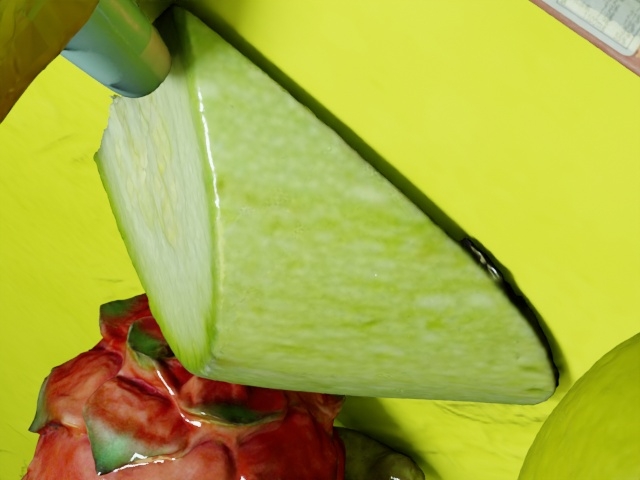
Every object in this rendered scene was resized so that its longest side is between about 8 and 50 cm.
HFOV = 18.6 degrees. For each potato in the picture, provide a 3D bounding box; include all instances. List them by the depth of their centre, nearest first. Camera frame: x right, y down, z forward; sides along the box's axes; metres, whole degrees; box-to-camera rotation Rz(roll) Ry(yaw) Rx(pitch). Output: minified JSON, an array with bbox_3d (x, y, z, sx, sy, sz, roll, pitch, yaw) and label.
[{"bbox_3d":[0.025,0.139,1.147,0.092,0.046,0.045,20,164,42],"label":"potato"}]

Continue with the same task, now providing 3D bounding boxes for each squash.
[{"bbox_3d":[0.000,0.000,0.928,0.237,0.155,0.204,132,124,-72],"label":"squash"}]

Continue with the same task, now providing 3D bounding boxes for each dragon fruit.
[{"bbox_3d":[-0.085,0.149,1.098,0.192,0.274,0.193,32,-160,24],"label":"dragon fruit"}]

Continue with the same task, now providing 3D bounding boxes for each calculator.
[{"bbox_3d":[-0.145,-0.133,0.741,0.185,0.041,0.299,41,179,19],"label":"calculator"}]

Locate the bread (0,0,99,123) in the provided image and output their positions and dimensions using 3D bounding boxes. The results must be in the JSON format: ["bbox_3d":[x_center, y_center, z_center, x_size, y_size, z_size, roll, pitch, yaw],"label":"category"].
[{"bbox_3d":[-0.196,-0.159,0.449,0.337,0.358,0.204,60,143,5],"label":"bread"}]

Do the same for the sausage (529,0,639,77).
[{"bbox_3d":[0.057,-0.094,0.589,0.223,0.029,0.029,36,161,8],"label":"sausage"}]

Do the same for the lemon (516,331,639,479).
[{"bbox_3d":[0.147,0.112,0.658,0.184,0.184,0.248,29,152,28],"label":"lemon"}]
